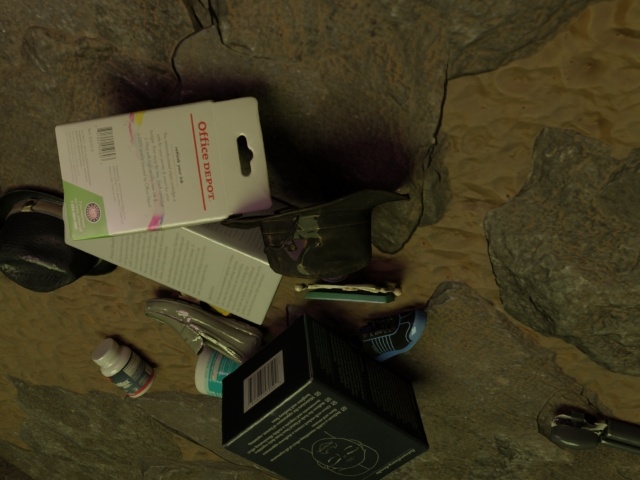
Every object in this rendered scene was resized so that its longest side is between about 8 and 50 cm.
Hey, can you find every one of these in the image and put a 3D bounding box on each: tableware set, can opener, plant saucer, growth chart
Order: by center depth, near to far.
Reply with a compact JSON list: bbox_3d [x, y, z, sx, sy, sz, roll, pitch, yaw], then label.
[{"bbox_3d":[0.058,0.100,1.469,0.237,0.021,0.172,2,177,11],"label":"growth chart"},{"bbox_3d":[0.064,0.122,1.540,0.192,0.067,0.018,3,93,22],"label":"plant saucer"},{"bbox_3d":[0.680,0.473,1.632,0.284,0.095,0.076,14,141,9],"label":"can opener"},{"bbox_3d":[-0.272,0.129,1.723,0.141,0.020,0.168,24,141,-4],"label":"tableware set"}]

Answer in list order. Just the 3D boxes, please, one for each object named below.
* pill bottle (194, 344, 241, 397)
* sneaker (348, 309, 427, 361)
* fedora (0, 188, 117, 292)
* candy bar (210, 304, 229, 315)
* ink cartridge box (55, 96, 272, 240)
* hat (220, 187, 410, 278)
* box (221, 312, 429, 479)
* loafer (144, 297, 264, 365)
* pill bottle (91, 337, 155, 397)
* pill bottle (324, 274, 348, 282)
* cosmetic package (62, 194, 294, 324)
[{"bbox_3d":[-0.186,0.358,1.847,0.264,0.146,0.146,9,139,15],"label":"pill bottle"},{"bbox_3d":[0.147,0.209,1.578,0.091,0.081,0.232,25,142,-15],"label":"sneaker"},{"bbox_3d":[-0.661,0.030,1.678,0.334,0.152,0.334,13,141,11],"label":"fedora"},{"bbox_3d":[-0.277,0.132,1.697,0.161,0.018,0.040,42,132,-21],"label":"candy bar"},{"bbox_3d":[-0.260,-0.124,1.227,0.354,0.119,0.207,-7,91,5],"label":"ink cartridge box"},{"bbox_3d":[0.000,0.000,1.218,0.331,0.331,0.133,-11,88,33],"label":"hat"},{"bbox_3d":[0.009,0.409,1.660,0.293,0.212,0.395,-40,121,22],"label":"box"},{"bbox_3d":[-0.303,0.233,1.771,0.320,0.111,0.112,18,160,5],"label":"loafer"},{"bbox_3d":[-0.588,0.376,2.080,0.108,0.108,0.180,-14,129,35],"label":"pill bottle"},{"bbox_3d":[0.032,0.016,1.410,0.078,0.078,0.137,17,141,5],"label":"pill bottle"},{"bbox_3d":[-0.282,-0.023,1.438,0.453,0.161,0.230,23,141,-2],"label":"cosmetic package"}]
